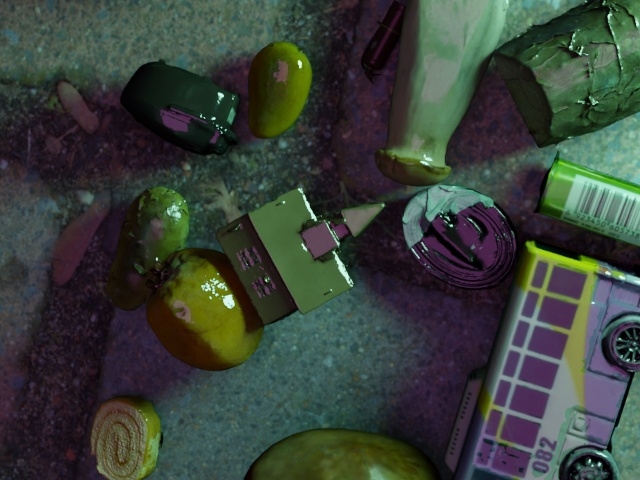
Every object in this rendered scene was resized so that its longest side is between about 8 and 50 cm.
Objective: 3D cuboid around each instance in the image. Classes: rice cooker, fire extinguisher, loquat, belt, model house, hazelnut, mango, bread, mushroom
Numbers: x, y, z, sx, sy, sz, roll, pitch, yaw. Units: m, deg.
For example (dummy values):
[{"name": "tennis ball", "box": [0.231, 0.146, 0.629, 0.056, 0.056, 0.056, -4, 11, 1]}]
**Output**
[{"name": "rice cooker", "box": [-0.221, -0.212, 1.839, 0.203, 0.142, 0.118, 24, 88, 5]}, {"name": "fire extinguisher", "box": [0.100, -0.317, 1.814, 0.056, 0.039, 0.132, 38, 104, 39]}, {"name": "loquat", "box": [-0.185, 0.107, 1.828, 0.176, 0.187, 0.234, -40, 114, 9]}, {"name": "belt", "box": [0.221, -0.011, 1.799, 0.198, 0.078, 0.151, 35, 103, 8]}, {"name": "model house", "box": [0.000, 0.000, 1.791, 0.248, 0.176, 0.181, -27, 89, 17]}, {"name": "hazelnut", "box": [0.042, 0.464, 1.759, 0.365, 0.366, 0.366, 1, 95, 11]}, {"name": "mango", "box": [-0.071, -0.241, 1.838, 0.103, 0.076, 0.161, 18, 102, 5]}, {"name": "bread", "box": [-0.335, 0.340, 1.951, 0.122, 0.073, 0.149, 11, 95, 16]}, {"name": "mushroom", "box": [0.191, -0.281, 1.752, 0.154, 0.137, 0.408, 11, 100, -1]}]

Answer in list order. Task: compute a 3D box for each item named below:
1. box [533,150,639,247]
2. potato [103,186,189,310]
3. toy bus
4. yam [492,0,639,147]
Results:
[{"name": "box", "box": [0.500, -0.035, 1.713, 0.345, 0.134, 0.097, 20, 103, 10]}, {"name": "potato", "box": [-0.289, 0.016, 1.898, 0.117, 0.090, 0.226, 29, 104, 22]}, {"name": "toy bus", "box": [0.348, 0.233, 1.728, 0.249, 0.209, 0.440, 17, 99, 9]}, {"name": "yam", "box": [0.409, -0.271, 1.686, 0.271, 0.201, 0.202, -25, 89, 19]}]
